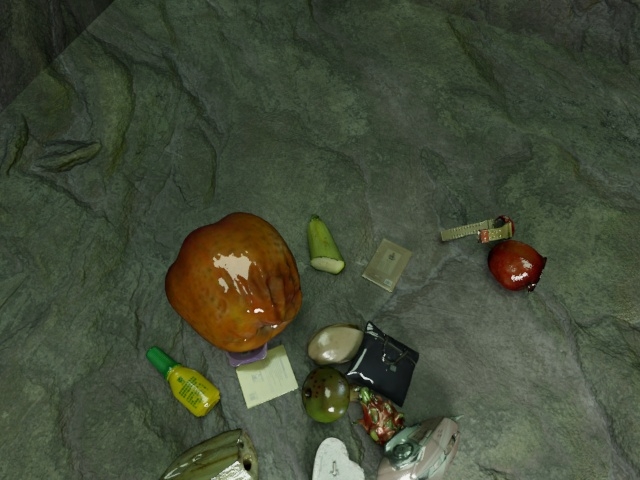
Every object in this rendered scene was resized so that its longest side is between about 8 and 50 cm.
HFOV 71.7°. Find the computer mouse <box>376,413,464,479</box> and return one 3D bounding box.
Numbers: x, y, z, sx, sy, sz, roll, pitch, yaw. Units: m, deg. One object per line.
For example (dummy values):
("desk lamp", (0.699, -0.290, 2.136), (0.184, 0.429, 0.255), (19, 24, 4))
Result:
("computer mouse", (0.342, 0.680, 1.399), (0.389, 0.115, 0.199), (-25, 109, -24))

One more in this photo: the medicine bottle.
("medicine bottle", (-0.492, 0.481, 1.553), (0.309, 0.076, 0.111), (36, 66, 15))

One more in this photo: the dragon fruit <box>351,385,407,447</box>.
("dragon fruit", (0.183, 0.580, 1.459), (0.236, 0.135, 0.137), (43, 65, -10))

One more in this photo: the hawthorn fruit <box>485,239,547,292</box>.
("hawthorn fruit", (0.742, 0.082, 1.709), (0.190, 0.189, 0.251), (-32, 61, -15))

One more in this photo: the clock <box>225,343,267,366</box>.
("clock", (-0.262, 0.400, 1.597), (0.153, 0.050, 0.110), (-14, 51, -6))

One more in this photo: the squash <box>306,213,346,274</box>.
("squash", (-0.011, -0.001, 1.775), (0.137, 0.137, 0.287), (-18, 62, -9))

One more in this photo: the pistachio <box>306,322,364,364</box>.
("pistachio", (0.058, 0.362, 1.569), (0.238, 0.153, 0.137), (-4, 39, -33))

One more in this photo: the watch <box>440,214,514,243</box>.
("watch", (0.637, -0.033, 1.770), (0.269, 0.165, 0.102), (-12, 101, -16))

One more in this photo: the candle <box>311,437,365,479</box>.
("candle", (0.040, 0.751, 1.429), (0.169, 0.068, 0.192), (-31, 66, -18))

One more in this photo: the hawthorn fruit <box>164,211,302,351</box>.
("hawthorn fruit", (-0.271, 0.143, 1.521), (0.472, 0.471, 0.471), (0, 64, 0))

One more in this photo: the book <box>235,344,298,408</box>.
("book", (-0.195, 0.485, 1.589), (0.192, 0.013, 0.167), (-19, 66, -10))

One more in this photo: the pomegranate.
("pomegranate", (0.036, 0.529, 1.495), (0.210, 0.179, 0.179), (38, 66, -16))

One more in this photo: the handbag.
("handbag", (0.224, 0.430, 1.553), (0.254, 0.089, 0.211), (33, 66, -15))

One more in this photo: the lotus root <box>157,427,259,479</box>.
("lotus root", (-0.347, 0.755, 1.397), (0.314, 0.141, 0.210), (-25, 29, -7))

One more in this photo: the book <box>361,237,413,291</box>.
("book", (0.269, 0.096, 1.784), (0.139, 0.016, 0.198), (28, 67, 13))
